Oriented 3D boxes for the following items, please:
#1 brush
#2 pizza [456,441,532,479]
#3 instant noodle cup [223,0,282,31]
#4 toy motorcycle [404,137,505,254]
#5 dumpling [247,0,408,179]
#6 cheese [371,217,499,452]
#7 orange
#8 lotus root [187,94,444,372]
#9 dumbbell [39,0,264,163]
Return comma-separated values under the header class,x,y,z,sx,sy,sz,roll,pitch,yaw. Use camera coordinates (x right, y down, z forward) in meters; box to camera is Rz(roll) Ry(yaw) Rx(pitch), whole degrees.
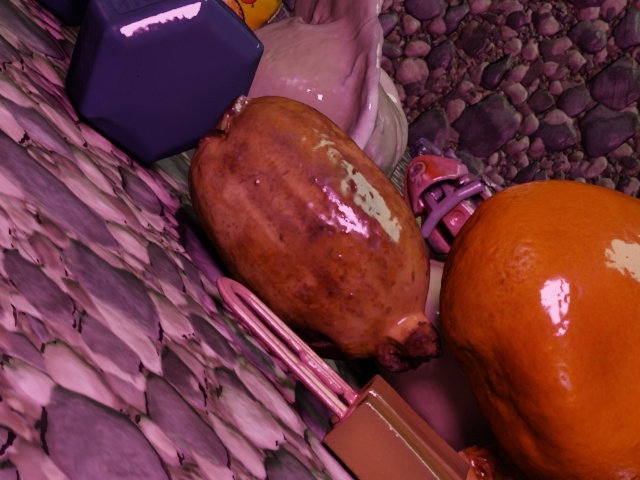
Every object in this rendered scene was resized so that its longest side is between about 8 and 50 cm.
class,x,y,z,sx,sy,sz,roll,pitch,yaw
brush,0.011,0.107,1.035,0.233,0.047,0.103,47,10,2
pizza,0.164,0.205,1.166,0.175,0.046,0.134,36,41,-26
instant noodle cup,-0.137,-0.282,1.622,0.144,0.182,0.182,53,7,-18
toy motorcycle,0.141,-0.004,1.269,0.212,0.084,0.118,52,16,10
dumpling,-0.020,-0.142,1.490,0.320,0.211,0.270,43,-31,39
cheese,0.112,0.077,1.348,0.351,0.129,0.328,48,13,30
orange,0.207,0.074,1.095,0.249,0.183,0.249,43,33,-37
lotus root,0.000,0.000,1.120,0.260,0.145,0.128,49,19,8
dumbbell,-0.168,-0.206,1.239,0.143,0.156,0.316,4,33,-30
